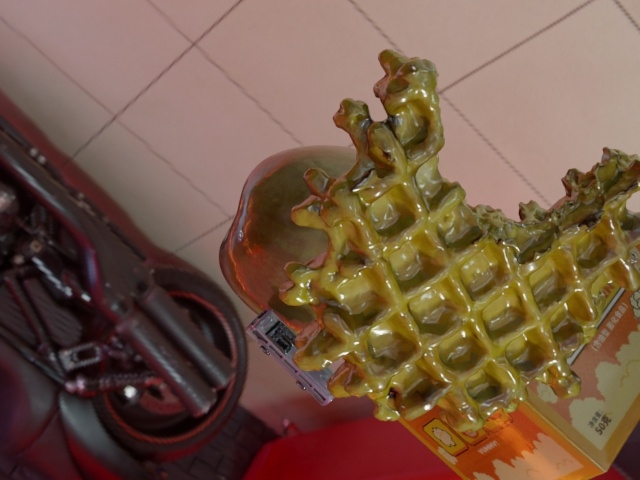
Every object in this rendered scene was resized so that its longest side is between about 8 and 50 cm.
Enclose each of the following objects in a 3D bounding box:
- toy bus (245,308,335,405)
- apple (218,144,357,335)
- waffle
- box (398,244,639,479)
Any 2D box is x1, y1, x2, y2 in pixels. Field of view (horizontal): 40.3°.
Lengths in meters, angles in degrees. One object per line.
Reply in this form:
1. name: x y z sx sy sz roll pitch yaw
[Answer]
1. toy bus: -0.029 0.135 1.011 0.130 0.037 0.052 45 162 2
2. apple: 0.000 0.000 1.116 0.233 0.257 0.257 21 144 -1
3. waffle: 0.111 0.023 0.633 0.293 0.260 0.069 14 -168 -24
4. box: 0.263 0.131 1.040 0.214 0.283 0.259 40 151 8
